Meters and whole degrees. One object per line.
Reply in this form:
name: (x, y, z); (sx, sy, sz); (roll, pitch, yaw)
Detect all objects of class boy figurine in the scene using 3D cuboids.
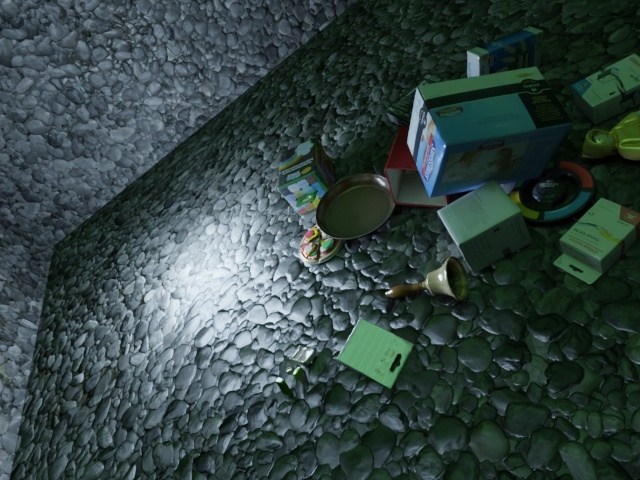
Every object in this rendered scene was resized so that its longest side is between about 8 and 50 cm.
boy figurine: (0.869, -0.293, 1.227); (0.284, 0.092, 0.178); (-9, 53, 28)

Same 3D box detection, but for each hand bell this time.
hand bell: (0.290, 0.132, 1.309); (0.241, 0.126, 0.126); (-19, 44, 41)

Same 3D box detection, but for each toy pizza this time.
toy pizza: (0.000, 0.000, 1.685); (0.201, 0.032, 0.202); (-21, 44, 22)

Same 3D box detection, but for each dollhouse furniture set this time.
dollhouse furniture set: (-0.067, 0.401, 1.392); (0.076, 0.059, 0.152); (-3, 34, 45)

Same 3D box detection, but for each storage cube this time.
storage cube: (0.339, -0.244, 1.495); (0.214, 0.184, 0.193); (8, 59, 26)

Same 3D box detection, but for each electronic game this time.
electronic game: (0.655, -0.141, 1.290); (0.229, 0.048, 0.230); (-22, 44, 22)

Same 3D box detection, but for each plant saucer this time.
plant saucer: (0.131, -0.116, 1.648); (0.310, 0.050, 0.311); (-14, 47, 16)

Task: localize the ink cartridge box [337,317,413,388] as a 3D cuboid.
ink cartridge box: (0.158, 0.322, 1.289); (0.179, 0.045, 0.146); (23, 69, 27)

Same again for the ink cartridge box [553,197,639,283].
ink cartridge box: (0.688, 0.001, 1.124); (0.198, 0.067, 0.115); (-44, 41, -3)

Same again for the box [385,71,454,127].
box: (0.438, -0.528, 1.777); (0.242, 0.076, 0.307); (-43, 41, -2)

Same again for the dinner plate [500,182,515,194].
dinner plate: (0.538, -0.170, 1.402); (0.141, 0.017, 0.141); (-38, 30, 27)

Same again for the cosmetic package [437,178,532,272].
cosmetic package: (0.460, -0.039, 1.271); (0.183, 0.151, 0.152); (-31, 42, 14)

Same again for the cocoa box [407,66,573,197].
cocoa box: (0.450, -0.297, 1.259); (0.346, 0.232, 0.228); (-11, 60, -5)

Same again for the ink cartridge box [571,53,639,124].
ink cartridge box: (0.888, -0.455, 1.361); (0.190, 0.082, 0.140); (-27, 42, 19)

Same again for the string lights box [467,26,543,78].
string lights box: (0.656, -0.649, 1.615); (0.259, 0.134, 0.077); (-24, 41, -7)

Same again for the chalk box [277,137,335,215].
chalk box: (-0.052, -0.235, 1.823); (0.180, 0.179, 0.289); (-21, 46, 21)
